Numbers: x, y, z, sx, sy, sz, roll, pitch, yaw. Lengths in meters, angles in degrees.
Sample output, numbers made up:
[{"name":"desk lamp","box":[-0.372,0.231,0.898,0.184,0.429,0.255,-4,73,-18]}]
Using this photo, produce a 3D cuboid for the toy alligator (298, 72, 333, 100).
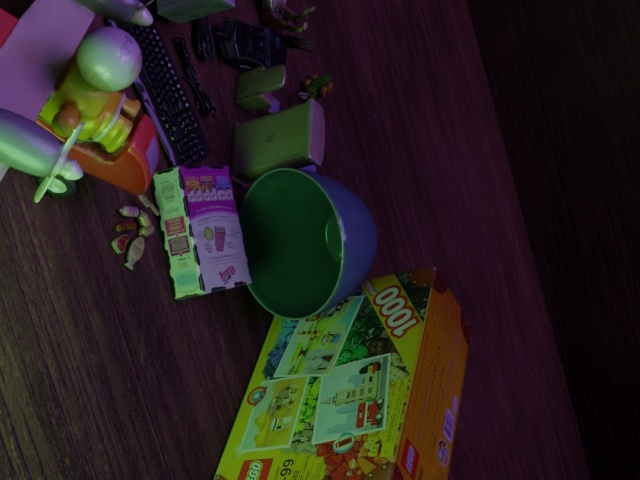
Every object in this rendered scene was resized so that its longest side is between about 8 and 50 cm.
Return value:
[{"name":"toy alligator","box":[-0.018,-0.360,2.049,0.189,0.056,0.051,-51,163,-54]}]

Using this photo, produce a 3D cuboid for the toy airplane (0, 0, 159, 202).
[{"name":"toy airplane","box":[-0.374,-0.246,1.166,0.384,0.272,0.386,-12,90,-60]}]

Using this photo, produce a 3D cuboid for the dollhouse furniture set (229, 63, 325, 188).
[{"name":"dollhouse furniture set","box":[-0.023,-0.195,1.827,0.303,0.198,0.286,34,51,-51]}]

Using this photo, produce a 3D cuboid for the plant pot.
[{"name":"plant pot","box":[0.000,0.000,1.661,0.195,0.290,0.290,-7,85,-47]}]

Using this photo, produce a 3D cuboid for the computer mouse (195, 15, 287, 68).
[{"name":"computer mouse","box":[-0.182,-0.457,1.797,0.262,0.060,0.184,-5,87,-49]}]

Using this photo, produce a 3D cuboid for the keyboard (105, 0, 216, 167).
[{"name":"keyboard","box":[-0.281,-0.303,1.594,0.201,0.033,0.317,-49,122,-55]}]

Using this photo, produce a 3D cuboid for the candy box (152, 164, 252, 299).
[{"name":"candy box","box":[-0.218,-0.018,1.552,0.159,0.071,0.233,-8,86,-61]}]

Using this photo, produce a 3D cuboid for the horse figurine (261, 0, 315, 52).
[{"name":"horse figurine","box":[-0.087,-0.555,1.921,0.066,0.174,0.263,-18,104,-41]}]

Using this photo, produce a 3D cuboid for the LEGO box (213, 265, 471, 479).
[{"name":"LEGO box","box":[0.052,0.317,1.588,0.193,0.372,0.500,56,36,-33]}]

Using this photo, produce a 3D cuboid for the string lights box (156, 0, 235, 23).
[{"name":"string lights box","box":[-0.246,-0.558,1.583,0.077,0.133,0.259,3,80,-63]}]

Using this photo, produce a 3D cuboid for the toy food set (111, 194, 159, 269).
[{"name":"toy food set","box":[-0.322,-0.019,1.429,0.078,0.019,0.122,53,45,-36]}]
